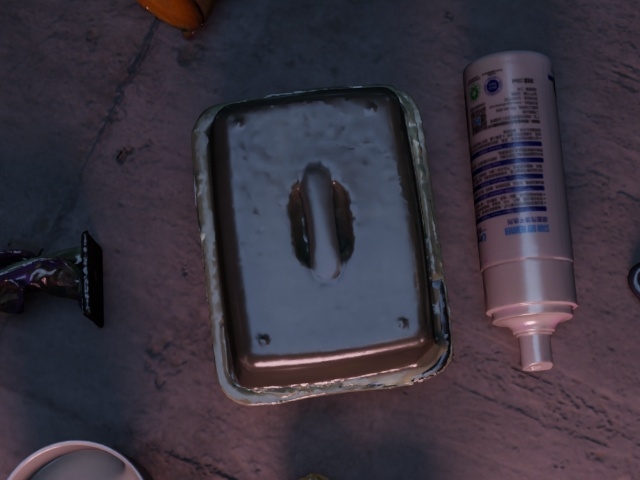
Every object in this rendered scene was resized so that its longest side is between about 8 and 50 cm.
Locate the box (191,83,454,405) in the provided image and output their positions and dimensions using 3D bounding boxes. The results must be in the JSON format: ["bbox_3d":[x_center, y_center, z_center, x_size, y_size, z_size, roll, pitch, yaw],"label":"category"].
[{"bbox_3d":[0.000,0.000,1.077,0.221,0.166,0.290,-7,78,-2],"label":"box"}]

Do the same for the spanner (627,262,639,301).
[{"bbox_3d":[0.401,0.149,1.113,0.087,0.024,0.316,-38,79,-3],"label":"spanner"}]

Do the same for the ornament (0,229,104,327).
[{"bbox_3d":[-0.309,0.033,1.114,0.203,0.088,0.081,3,75,3],"label":"ornament"}]

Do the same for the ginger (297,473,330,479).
[{"bbox_3d":[0.056,0.368,1.031,0.148,0.081,0.333,-10,76,3],"label":"ginger"}]

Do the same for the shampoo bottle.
[{"bbox_3d":[0.195,-0.027,1.121,0.092,0.092,0.303,-4,76,-1],"label":"shampoo bottle"}]

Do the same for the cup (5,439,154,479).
[{"bbox_3d":[-0.185,0.246,1.031,0.174,0.142,0.134,-10,76,-2],"label":"cup"}]

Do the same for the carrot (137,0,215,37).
[{"bbox_3d":[-0.099,-0.342,1.199,0.102,0.102,0.263,28,77,7],"label":"carrot"}]
